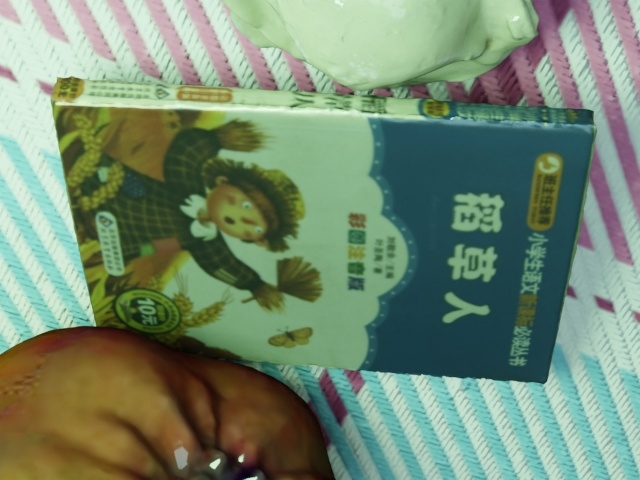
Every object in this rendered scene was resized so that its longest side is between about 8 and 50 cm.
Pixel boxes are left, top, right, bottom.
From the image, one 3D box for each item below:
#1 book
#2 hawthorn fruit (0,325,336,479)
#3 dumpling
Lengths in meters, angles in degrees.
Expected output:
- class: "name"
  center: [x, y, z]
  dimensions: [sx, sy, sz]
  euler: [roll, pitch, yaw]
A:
- class: "book"
  center: [0.000, 0.000, 1.004]
  dimensions: [0.427, 0.039, 0.300]
  euler: [4, 132, 5]
- class: "hawthorn fruit"
  center: [-0.196, 0.317, 1.027]
  dimensions: [0.471, 0.472, 0.472]
  euler: [1, 120, 2]
- class: "dumpling"
  center: [0.037, -0.180, 0.894]
  dimensions: [0.258, 0.147, 0.193]
  euler: [13, 147, 3]
